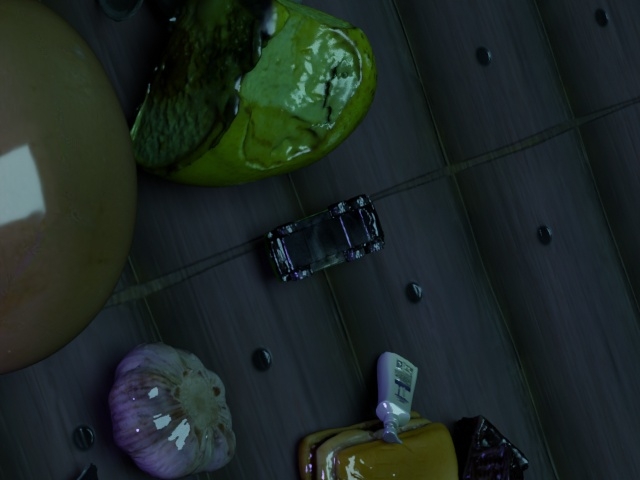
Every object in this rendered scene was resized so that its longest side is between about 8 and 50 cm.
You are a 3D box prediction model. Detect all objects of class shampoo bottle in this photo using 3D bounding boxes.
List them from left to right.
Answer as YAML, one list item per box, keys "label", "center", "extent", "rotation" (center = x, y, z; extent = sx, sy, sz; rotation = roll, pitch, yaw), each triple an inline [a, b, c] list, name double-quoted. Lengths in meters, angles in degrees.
- label: "shampoo bottle"
  center: [0.085, 0.186, 1.983]
  extent: [0.049, 0.034, 0.141]
  rotation: [35, 30, -15]

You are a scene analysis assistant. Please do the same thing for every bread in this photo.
- label: "bread"
  center: [0.070, 0.268, 1.974]
  extent: [0.200, 0.077, 0.116]
  rotation: [-9, 94, -38]

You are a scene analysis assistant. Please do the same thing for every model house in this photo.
- label: "model house"
  center: [0.214, 0.283, 2.041]
  extent: [0.106, 0.165, 0.152]
  rotation: [-11, 86, -22]

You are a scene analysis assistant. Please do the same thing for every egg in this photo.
- label: "egg"
  center: [-0.323, -0.059, 1.592]
  extent: [0.301, 0.301, 0.374]
  rotation: [1, 77, -37]

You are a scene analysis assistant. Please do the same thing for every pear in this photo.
- label: "pear"
  center: [-0.057, -0.150, 1.878]
  extent: [0.255, 0.164, 0.238]
  rotation: [17, 99, -47]

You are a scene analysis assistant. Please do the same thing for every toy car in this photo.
- label: "toy car"
  center: [0.000, 0.000, 1.980]
  extent: [0.165, 0.062, 0.071]
  rotation: [-21, 93, -39]

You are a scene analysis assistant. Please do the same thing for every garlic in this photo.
- label: "garlic"
  center: [-0.163, 0.182, 1.793]
  extent: [0.159, 0.102, 0.147]
  rotation: [37, 45, -39]

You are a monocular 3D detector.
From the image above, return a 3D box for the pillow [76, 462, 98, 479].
- label: "pillow"
  center: [-0.232, 0.314, 1.740]
  extent: [0.150, 0.048, 0.090]
  rotation: [62, 31, -11]

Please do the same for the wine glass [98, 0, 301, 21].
- label: "wine glass"
  center: [-0.133, -0.292, 1.918]
  extent: [0.231, 0.103, 0.103]
  rotation: [-2, 82, -42]
